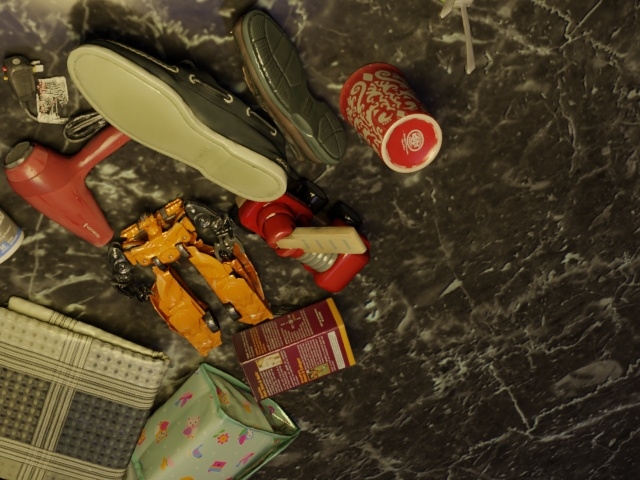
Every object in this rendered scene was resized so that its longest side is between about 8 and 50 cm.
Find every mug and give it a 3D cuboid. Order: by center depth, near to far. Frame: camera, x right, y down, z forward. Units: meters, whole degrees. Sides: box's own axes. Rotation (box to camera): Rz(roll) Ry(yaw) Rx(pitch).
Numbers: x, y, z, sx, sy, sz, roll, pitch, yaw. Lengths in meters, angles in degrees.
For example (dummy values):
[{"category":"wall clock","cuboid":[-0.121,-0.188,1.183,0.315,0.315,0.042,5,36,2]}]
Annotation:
[{"category":"mug","cuboid":[0.118,-0.170,1.155,0.150,0.169,0.113,34,107,-32]}]

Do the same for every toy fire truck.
[{"category":"toy fire truck","cuboid":[0.000,0.000,1.182,0.217,0.246,0.158,33,108,-32]}]

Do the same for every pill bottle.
[{"category":"pill bottle","cuboid":[-0.496,-0.033,1.107,0.078,0.078,0.137,-31,127,4]}]

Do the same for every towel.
[{"category":"towel","cuboid":[-0.448,0.265,1.279,0.324,0.056,0.312,21,108,-11]}]

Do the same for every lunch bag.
[{"category":"lunch bag","cuboid":[-0.184,0.378,1.435,0.223,0.160,0.262,-43,136,9]}]

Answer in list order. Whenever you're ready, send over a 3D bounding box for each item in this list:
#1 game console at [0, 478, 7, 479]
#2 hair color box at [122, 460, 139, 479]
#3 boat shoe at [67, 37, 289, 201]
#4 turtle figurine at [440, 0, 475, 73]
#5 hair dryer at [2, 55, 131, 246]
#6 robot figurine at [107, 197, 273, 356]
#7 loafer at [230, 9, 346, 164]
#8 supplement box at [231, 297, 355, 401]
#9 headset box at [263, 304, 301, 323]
[{"category":"game console","cuboid":[-0.476,0.456,1.374,0.361,0.044,0.213,18,107,-2]},{"category":"hair color box","cuboid":[-0.282,0.555,1.545,0.374,0.113,0.185,35,107,-32]},{"category":"boat shoe","cuboid":[-0.177,-0.184,1.070,0.340,0.113,0.127,29,144,-24]},{"category":"turtle figurine","cuboid":[0.195,-0.383,1.009,0.266,0.274,0.198,-50,139,7]},{"category":"hair dryer","cuboid":[-0.329,-0.115,1.105,0.224,0.080,0.293,-1,123,-18]},{"category":"robot figurine","cuboid":[-0.207,0.054,1.254,0.211,0.085,0.291,-30,127,2]},{"category":"loafer","cuboid":[-0.060,-0.206,1.127,0.084,0.096,0.267,-6,135,36]},{"category":"supplement box","cuboid":[-0.046,0.189,1.355,0.188,0.081,0.104,-20,128,-5]},{"category":"headset box","cuboid":[-0.068,0.150,1.394,0.062,0.032,0.083,2,123,-19]}]
